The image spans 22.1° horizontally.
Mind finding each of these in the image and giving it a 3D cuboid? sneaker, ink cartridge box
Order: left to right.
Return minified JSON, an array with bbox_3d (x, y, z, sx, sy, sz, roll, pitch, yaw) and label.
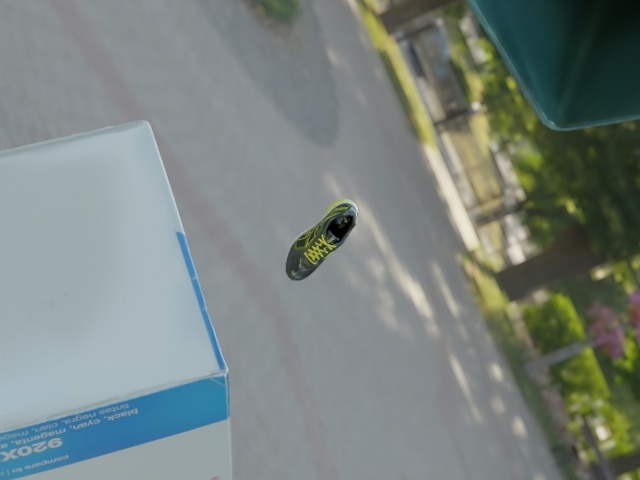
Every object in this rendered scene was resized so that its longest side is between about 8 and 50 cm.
[{"bbox_3d":[-0.150,0.082,0.928,0.233,0.168,0.171,92,-19,-56],"label":"ink cartridge box"},{"bbox_3d":[0.000,0.000,1.370,0.031,0.083,0.035,38,4,-12],"label":"sneaker"}]

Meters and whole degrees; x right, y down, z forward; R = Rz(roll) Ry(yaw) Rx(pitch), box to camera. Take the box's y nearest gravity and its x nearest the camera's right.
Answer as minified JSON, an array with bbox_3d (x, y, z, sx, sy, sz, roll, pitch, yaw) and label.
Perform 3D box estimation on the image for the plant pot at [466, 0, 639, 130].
[{"bbox_3d":[0.171,-0.200,0.754,0.166,0.165,0.234,52,47,-35],"label":"plant pot"}]
